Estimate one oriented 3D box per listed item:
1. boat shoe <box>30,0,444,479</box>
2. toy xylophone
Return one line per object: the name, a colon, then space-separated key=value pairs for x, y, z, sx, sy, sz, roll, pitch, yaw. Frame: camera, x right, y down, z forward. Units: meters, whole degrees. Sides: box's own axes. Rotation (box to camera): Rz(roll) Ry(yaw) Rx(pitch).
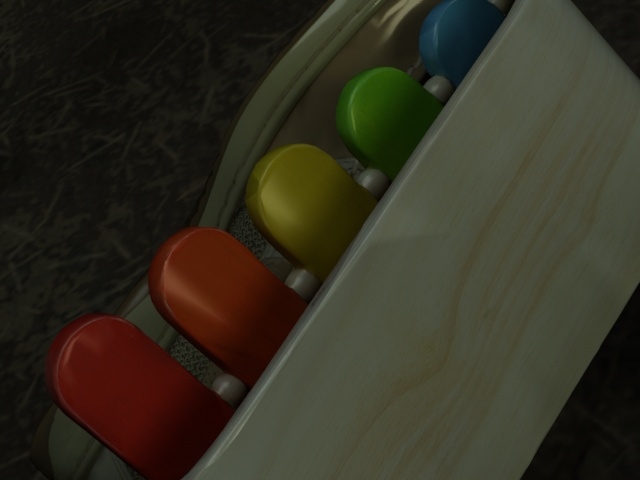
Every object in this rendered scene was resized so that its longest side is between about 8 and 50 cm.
boat shoe: x=0.000 y=0.000 z=0.731 sx=0.341 sy=0.110 sz=0.121 roll=-55 pitch=-9 yaw=13
toy xylophone: x=0.055 y=0.046 z=0.619 sx=0.323 sy=0.236 sz=0.081 roll=-47 pitch=24 yaw=-21
